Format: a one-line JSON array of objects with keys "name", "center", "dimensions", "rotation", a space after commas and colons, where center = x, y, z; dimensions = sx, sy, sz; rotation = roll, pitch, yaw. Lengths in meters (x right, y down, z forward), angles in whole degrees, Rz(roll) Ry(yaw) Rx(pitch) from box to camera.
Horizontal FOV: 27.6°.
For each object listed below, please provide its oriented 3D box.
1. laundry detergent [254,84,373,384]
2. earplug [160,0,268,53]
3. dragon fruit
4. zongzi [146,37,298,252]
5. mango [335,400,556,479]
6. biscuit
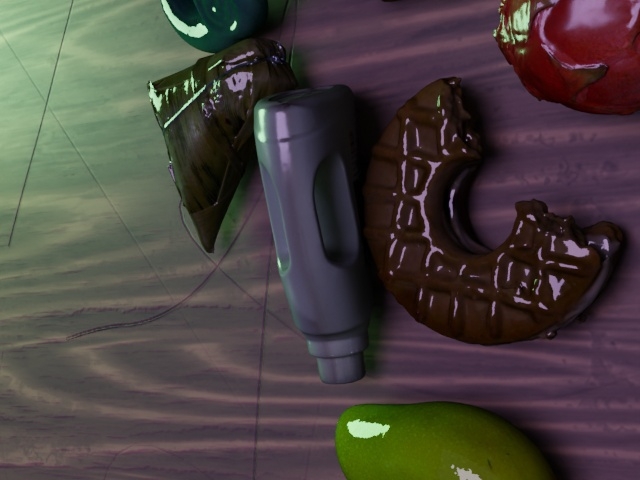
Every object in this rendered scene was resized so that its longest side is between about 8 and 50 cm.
[{"name": "laundry detergent", "center": [0.000, 0.000, 1.742], "dimensions": [0.124, 0.264, 0.398], "rotation": [-6, 100, 9]}, {"name": "earplug", "center": [-0.119, -0.404, 1.896], "dimensions": [0.164, 0.257, 0.280], "rotation": [33, 96, -7]}, {"name": "dragon fruit", "center": [0.327, -0.255, 1.484], "dimensions": [0.252, 0.241, 0.241], "rotation": [7, 95, 2]}, {"name": "zongzi", "center": [-0.121, -0.138, 1.890], "dimensions": [0.251, 0.125, 0.274], "rotation": [-20, 81, 43]}, {"name": "mango", "center": [0.152, 0.294, 1.665], "dimensions": [0.343, 0.156, 0.192], "rotation": [18, 100, 37]}, {"name": "biscuit", "center": [0.194, -0.014, 1.660], "dimensions": [0.268, 0.115, 0.366], "rotation": [-51, 61, 26]}]
